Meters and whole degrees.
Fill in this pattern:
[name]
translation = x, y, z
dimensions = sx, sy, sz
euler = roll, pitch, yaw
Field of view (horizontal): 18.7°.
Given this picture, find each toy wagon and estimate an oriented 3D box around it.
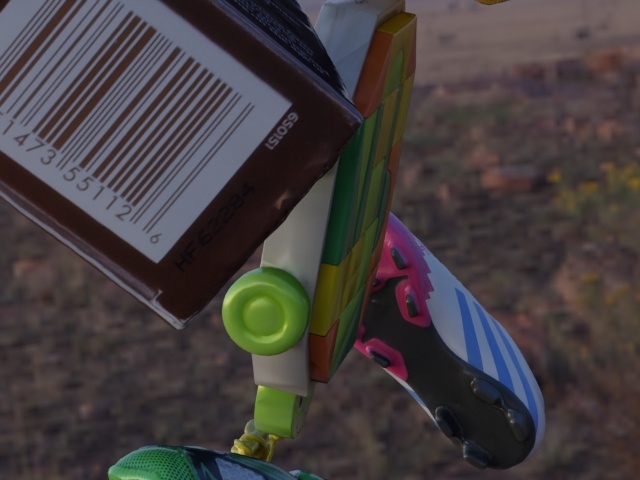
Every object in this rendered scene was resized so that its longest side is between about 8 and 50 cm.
[toy wagon]
translation = 0.000, 0.000, 1.344
dimensions = 0.068, 0.344, 0.267
euler = 12, 16, 10

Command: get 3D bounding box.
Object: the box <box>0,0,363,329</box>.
[box]
translation = -0.116, -0.124, 1.007
dimensions = 0.143, 0.191, 0.381
euler = -48, 19, 12

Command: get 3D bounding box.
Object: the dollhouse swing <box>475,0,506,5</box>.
[dollhouse swing]
translation = 0.112, -0.382, 1.315
dimensions = 0.315, 0.305, 0.347
euler = 34, -11, -17

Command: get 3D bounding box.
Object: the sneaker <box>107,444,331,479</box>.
[sneaker]
translation = -0.134, 0.198, 0.832
dimensions = 0.146, 0.343, 0.134
euler = 32, 22, -38

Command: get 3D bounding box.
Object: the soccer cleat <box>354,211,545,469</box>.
[soccer cleat]
translation = 0.102, 0.081, 1.909
dimensions = 0.116, 0.331, 0.143
euler = -35, 5, 22
